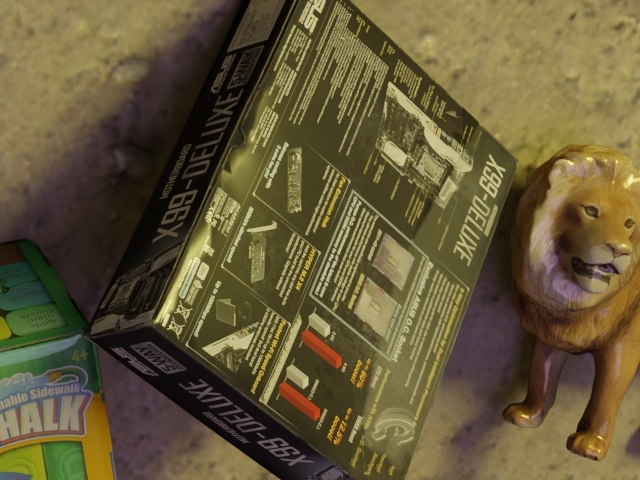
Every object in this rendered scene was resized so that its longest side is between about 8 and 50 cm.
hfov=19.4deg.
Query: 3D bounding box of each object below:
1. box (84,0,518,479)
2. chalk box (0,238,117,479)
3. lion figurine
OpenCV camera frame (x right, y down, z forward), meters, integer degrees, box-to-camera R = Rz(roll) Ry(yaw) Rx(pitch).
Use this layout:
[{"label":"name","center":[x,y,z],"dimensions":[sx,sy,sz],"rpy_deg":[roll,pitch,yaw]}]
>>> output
[{"label":"box","center":[0.000,0.000,1.316],"dimensions":[0.242,0.076,0.307],"rpy_deg":[39,58,-31]},{"label":"chalk box","center":[-0.251,0.117,1.296],"dimensions":[0.180,0.179,0.289],"rpy_deg":[-14,116,-17]},{"label":"lion figurine","center":[0.293,0.061,1.534],"dimensions":[0.392,0.142,0.240],"rpy_deg":[10,100,-40]}]
